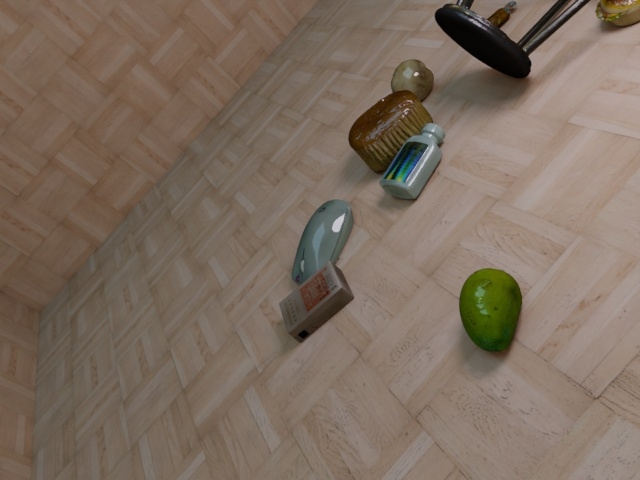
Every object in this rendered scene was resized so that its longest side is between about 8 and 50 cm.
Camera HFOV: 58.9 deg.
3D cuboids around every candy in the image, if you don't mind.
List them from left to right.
[{"bbox_3d":[0.557,-0.698,1.816,0.182,0.046,0.053,-39,29,5],"label":"candy"}]

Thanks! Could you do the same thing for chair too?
[{"bbox_3d":[0.539,-0.684,1.498,0.410,0.365,0.362,-55,6,12],"label":"chair"}]

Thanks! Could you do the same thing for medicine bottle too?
[{"bbox_3d":[0.273,-0.229,1.615,0.121,0.083,0.228,18,71,49],"label":"medicine bottle"}]

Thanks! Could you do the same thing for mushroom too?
[{"bbox_3d":[0.301,-0.525,1.871,0.148,0.112,0.147,-12,71,39],"label":"mushroom"}]

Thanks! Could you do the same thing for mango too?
[{"bbox_3d":[0.338,0.135,1.135,0.119,0.100,0.178,-18,51,36],"label":"mango"}]

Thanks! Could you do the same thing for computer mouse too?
[{"bbox_3d":[-0.004,-0.004,1.698,0.160,0.097,0.288,4,58,49],"label":"computer mouse"}]

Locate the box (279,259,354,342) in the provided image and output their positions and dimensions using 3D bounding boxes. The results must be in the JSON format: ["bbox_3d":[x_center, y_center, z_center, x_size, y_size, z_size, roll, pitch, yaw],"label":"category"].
[{"bbox_3d":[-0.015,0.167,1.562,0.201,0.058,0.141,-40,33,12],"label":"box"}]

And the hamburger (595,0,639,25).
[{"bbox_3d":[0.768,-0.603,1.423,0.141,0.081,0.126,-9,49,44],"label":"hamburger"}]

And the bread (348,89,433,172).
[{"bbox_3d":[0.215,-0.343,1.758,0.253,0.142,0.227,-39,26,18],"label":"bread"}]
